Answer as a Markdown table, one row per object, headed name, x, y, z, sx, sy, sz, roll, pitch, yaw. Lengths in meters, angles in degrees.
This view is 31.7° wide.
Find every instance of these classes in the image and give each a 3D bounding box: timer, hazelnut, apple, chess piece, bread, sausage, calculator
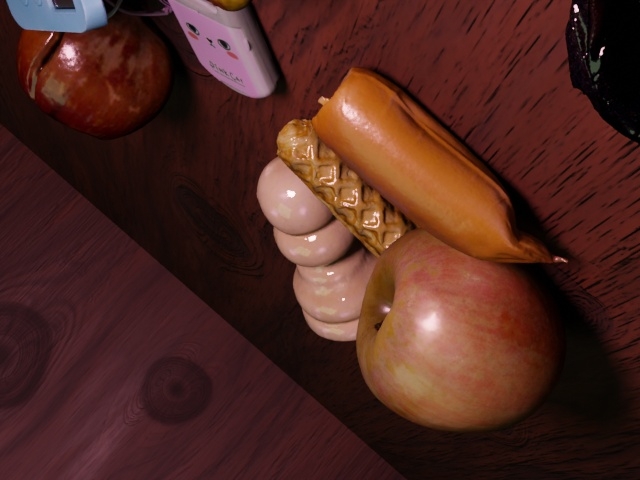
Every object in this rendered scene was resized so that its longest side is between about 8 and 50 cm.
| name | x | y | z | sx | sy | sz | roll | pitch | yaw |
| --- | --- | --- | --- | --- | --- | --- | --- | --- | --- |
| timer | -0.358 | -0.378 | 1.421 | 0.250 | 0.091 | 0.232 | 29 | 138 | 62 |
| hazelnut | -0.332 | -0.273 | 1.682 | 0.234 | 0.218 | 0.218 | 28 | 172 | -28 |
| apple | 0.174 | 0.111 | 1.389 | 0.234 | 0.257 | 0.257 | 13 | 168 | -10 |
| chess piece | 0.000 | 0.000 | 1.663 | 0.167 | 0.167 | 0.299 | 27 | 155 | 43 |
| bread | 0.080 | -0.025 | 1.530 | 0.367 | 0.077 | 0.084 | 44 | 163 | -10 |
| sausage | 0.134 | -0.063 | 1.258 | 0.328 | 0.112 | 0.112 | 40 | 164 | 0 |
| calculator | -0.130 | -0.275 | 1.422 | 0.141 | 0.045 | 0.246 | 32 | 161 | 31 |

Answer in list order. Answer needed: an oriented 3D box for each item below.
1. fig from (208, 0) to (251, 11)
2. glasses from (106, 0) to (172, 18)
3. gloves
| name | x | y | z | sx | sy | sz | roll | pitch | yaw |
| --- | --- | --- | --- | --- | --- | --- | --- | --- | --- |
| fig | -0.097 | -0.308 | 1.083 | 0.154 | 0.144 | 0.165 | 1 | 125 | 16 |
| glasses | -0.242 | -0.315 | 1.471 | 0.062 | 0.104 | 0.140 | 39 | 161 | 15 |
| gloves | 0.243 | -0.151 | 0.738 | 0.164 | 0.124 | 0.203 | 19 | 140 | 3 |
